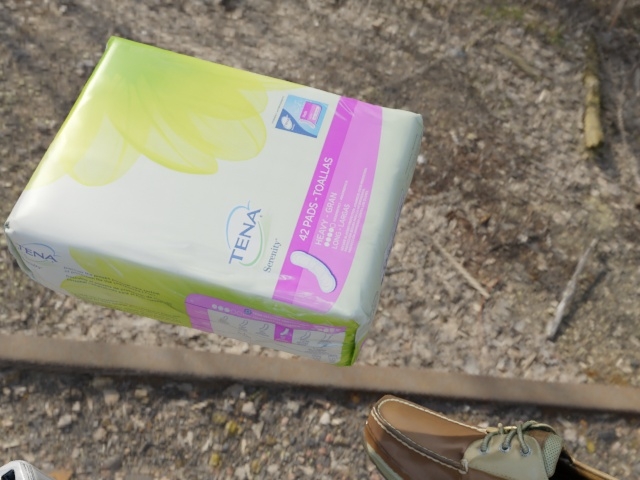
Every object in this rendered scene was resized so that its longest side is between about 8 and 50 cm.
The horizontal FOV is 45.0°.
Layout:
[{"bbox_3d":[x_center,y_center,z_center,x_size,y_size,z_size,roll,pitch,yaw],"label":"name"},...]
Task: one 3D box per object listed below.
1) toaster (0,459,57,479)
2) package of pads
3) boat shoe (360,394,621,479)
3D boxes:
[{"bbox_3d":[-0.508,0.483,1.336,0.129,0.146,0.227,-30,43,-3],"label":"toaster"},{"bbox_3d":[-0.082,-0.034,0.654,0.297,0.101,0.229,15,58,5],"label":"package of pads"},{"bbox_3d":[0.201,0.233,0.759,0.324,0.119,0.122,26,23,18],"label":"boat shoe"}]
